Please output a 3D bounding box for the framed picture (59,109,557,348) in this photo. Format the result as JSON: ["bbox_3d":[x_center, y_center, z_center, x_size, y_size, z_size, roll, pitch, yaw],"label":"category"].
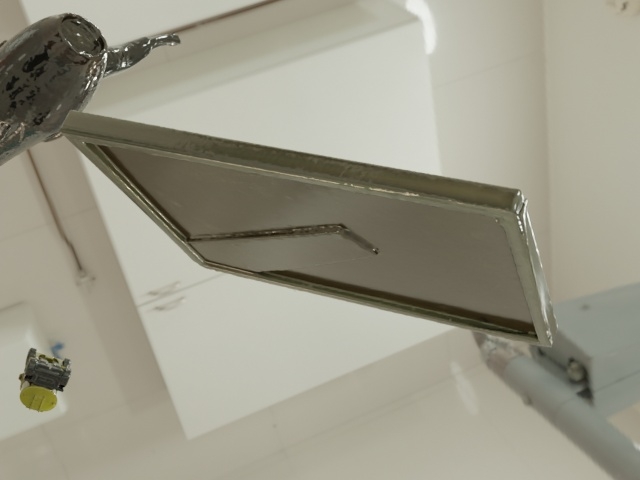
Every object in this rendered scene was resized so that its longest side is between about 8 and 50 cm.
[{"bbox_3d":[0.000,0.000,0.502,0.260,0.023,0.189,12,-20,26],"label":"framed picture"}]

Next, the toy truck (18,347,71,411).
[{"bbox_3d":[-0.311,0.155,0.980,0.054,0.049,0.083,-69,-162,-1],"label":"toy truck"}]

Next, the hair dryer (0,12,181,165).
[{"bbox_3d":[-0.295,-0.192,1.095,0.304,0.359,0.120,-37,-87,37],"label":"hair dryer"}]
